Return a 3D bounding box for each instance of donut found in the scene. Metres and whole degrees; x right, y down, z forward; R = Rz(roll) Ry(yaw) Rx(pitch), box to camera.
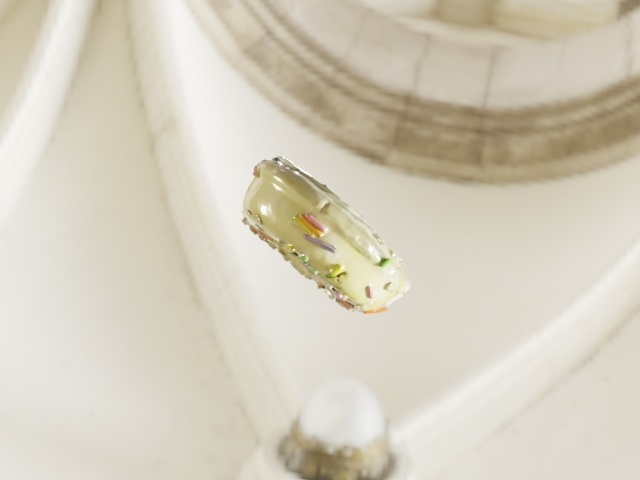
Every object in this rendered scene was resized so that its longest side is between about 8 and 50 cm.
[{"bbox_3d":[0.000,0.000,1.496,0.174,0.068,0.174,42,174,5],"label":"donut"}]
